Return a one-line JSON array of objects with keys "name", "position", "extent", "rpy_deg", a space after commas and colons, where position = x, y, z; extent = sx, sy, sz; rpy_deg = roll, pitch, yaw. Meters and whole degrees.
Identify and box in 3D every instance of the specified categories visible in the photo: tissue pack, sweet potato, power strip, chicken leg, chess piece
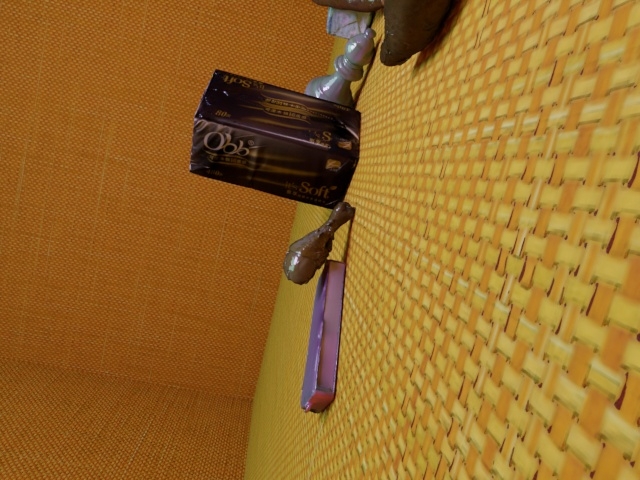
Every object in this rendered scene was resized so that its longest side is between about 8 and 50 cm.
[{"name": "tissue pack", "position": [0.101, -0.732, 1.279], "extent": [0.311, 0.127, 0.228], "rpy_deg": [-83, 9, -49]}, {"name": "sweet potato", "position": [0.068, -0.601, 1.098], "extent": [0.314, 0.066, 0.072], "rpy_deg": [36, 118, 40]}, {"name": "power strip", "position": [0.006, 0.166, 0.805], "extent": [0.109, 0.037, 0.279], "rpy_deg": [113, 168, -53]}, {"name": "chicken leg", "position": [-0.002, -0.002, 0.858], "extent": [0.198, 0.069, 0.085], "rpy_deg": [-52, 8, -17]}, {"name": "sweet potato", "position": [0.122, -0.327, 0.508], "extent": [0.124, 0.098, 0.310], "rpy_deg": [-54, -14, -46]}, {"name": "chess piece", "position": [0.064, -0.413, 1.115], "extent": [0.271, 0.139, 0.139], "rpy_deg": [137, 147, -57]}, {"name": "tissue pack", "position": [-0.107, -0.229, 1.055], "extent": [0.198, 0.369, 0.210], "rpy_deg": [112, 168, -50]}]
